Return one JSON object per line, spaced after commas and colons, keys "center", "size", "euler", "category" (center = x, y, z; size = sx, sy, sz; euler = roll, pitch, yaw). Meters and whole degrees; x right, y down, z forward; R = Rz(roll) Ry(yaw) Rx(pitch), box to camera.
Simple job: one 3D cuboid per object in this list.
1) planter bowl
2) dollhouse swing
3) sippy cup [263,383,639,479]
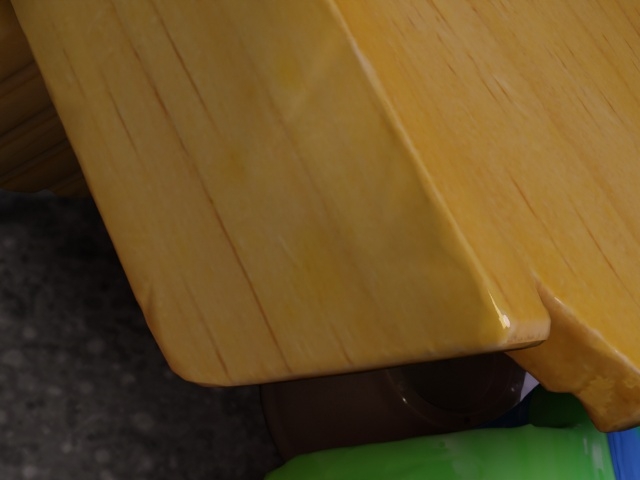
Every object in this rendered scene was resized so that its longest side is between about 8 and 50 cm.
{"center": [0.056, 0.080, 0.760], "size": [0.162, 0.109, 0.162], "euler": [8, 68, -20], "category": "planter bowl"}
{"center": [0.000, 0.000, 0.578], "size": [0.347, 0.305, 0.315], "euler": [4, 53, -52], "category": "dollhouse swing"}
{"center": [0.076, 0.203, 0.633], "size": [0.305, 0.224, 0.240], "euler": [66, 18, -11], "category": "sippy cup"}
